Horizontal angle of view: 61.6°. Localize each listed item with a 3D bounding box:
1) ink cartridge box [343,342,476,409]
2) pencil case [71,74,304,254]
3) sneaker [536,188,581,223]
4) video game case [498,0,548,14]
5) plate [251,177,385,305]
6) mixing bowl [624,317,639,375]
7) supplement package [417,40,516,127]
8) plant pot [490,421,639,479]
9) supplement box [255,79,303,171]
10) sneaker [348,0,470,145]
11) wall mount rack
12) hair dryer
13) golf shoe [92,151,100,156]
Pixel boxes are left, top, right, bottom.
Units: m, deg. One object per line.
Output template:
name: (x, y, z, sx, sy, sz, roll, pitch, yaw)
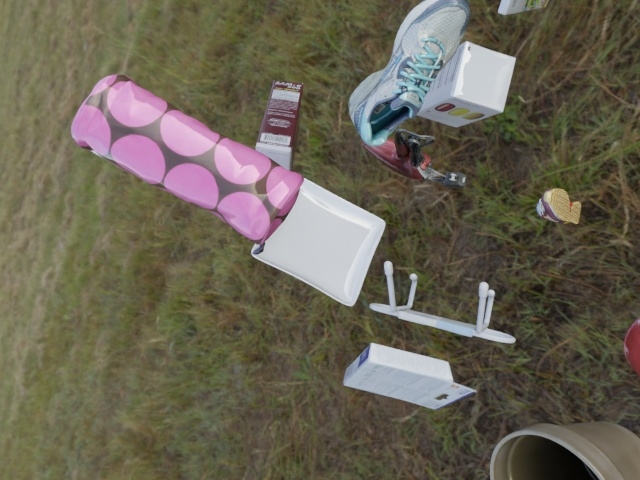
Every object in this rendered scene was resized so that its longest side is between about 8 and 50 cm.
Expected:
ink cartridge box: (0.180, 0.290, 1.129, 0.223, 0.224, 0.045, 114, 172, -61)
pencil case: (-0.124, -0.075, 0.523, 0.095, 0.209, 0.098, -58, 7, 10)
sneaker: (0.529, -0.074, 1.232, 0.084, 0.185, 0.069, 6, 81, 43)
video game case: (0.513, -0.655, 1.254, 0.026, 0.206, 0.227, 38, 136, 31)
plate: (0.000, 0.000, 1.353, 0.278, 0.277, 0.045, -65, 4, -32)
mixing bowl: (0.708, 0.238, 1.067, 0.181, 0.098, 0.181, 9, 110, 26)
supplement package: (0.353, -0.382, 1.348, 0.244, 0.139, 0.134, -163, 87, -79)
plant pot: (0.606, 0.553, 1.230, 0.323, 0.280, 0.323, 16, 110, 53)
supplement box: (-0.088, -0.223, 1.157, 0.130, 0.073, 0.239, 99, 178, -48)
sneaker: (0.157, -0.270, 0.902, 0.283, 0.110, 0.122, -51, 30, 38)
wall mount rack: (0.275, 0.139, 1.237, 0.350, 0.304, 0.130, 11, 89, 22)
hair dryer: (0.213, -0.228, 1.321, 0.293, 0.223, 0.080, 19, 72, 53)
golf shoe: (-0.302, -0.137, 0.842, 0.086, 0.186, 0.067, -18, 85, 20)
